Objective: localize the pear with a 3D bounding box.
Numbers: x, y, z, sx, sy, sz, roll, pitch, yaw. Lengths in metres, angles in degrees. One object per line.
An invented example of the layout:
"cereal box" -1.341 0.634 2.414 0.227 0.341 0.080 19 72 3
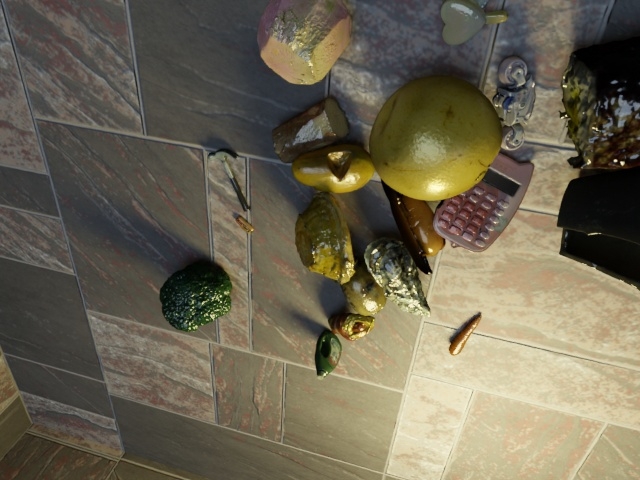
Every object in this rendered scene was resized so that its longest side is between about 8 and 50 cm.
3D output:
"pear" 0.305 -0.272 1.350 0.349 0.348 0.347 9 124 13

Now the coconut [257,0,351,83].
"coconut" -0.035 -0.568 1.331 0.233 0.245 0.233 28 168 6

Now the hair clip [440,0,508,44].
"hair clip" 0.397 -0.593 1.274 0.159 0.071 0.218 29 131 -5

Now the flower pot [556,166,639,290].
"flower pot" 0.807 -0.056 1.366 0.251 0.379 0.378 10 128 38

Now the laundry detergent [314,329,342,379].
"laundry detergent" 0.020 0.465 2.006 0.063 0.210 0.137 -18 114 28

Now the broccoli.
"broccoli" -0.499 0.242 2.015 0.298 0.297 0.297 15 147 9

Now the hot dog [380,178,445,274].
"hot dog" 0.314 -0.067 1.584 0.107 0.194 0.325 -24 107 -6

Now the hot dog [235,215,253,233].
"hot dog" -0.286 -0.056 1.878 0.083 0.021 0.037 43 126 -11

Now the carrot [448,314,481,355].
"carrot" 0.541 0.351 1.866 0.048 0.048 0.216 25 122 1

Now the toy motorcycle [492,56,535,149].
"toy motorcycle" 0.533 -0.371 1.362 0.113 0.112 0.254 -1 121 19

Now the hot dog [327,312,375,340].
"hot dog" 0.109 0.334 1.912 0.123 0.093 0.262 30 153 -18

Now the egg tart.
"egg tart" 0.000 0.000 1.647 0.132 0.341 0.340 -15 125 -18

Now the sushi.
"sushi" 0.746 -0.333 1.189 0.295 0.281 0.299 -4 114 17

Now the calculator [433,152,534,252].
"calculator" 0.476 -0.121 1.498 0.220 0.048 0.329 29 99 -2

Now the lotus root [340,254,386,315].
"lotus root" 0.146 0.148 1.792 0.154 0.154 0.278 -17 114 27

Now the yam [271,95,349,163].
"yam" -0.041 -0.334 1.551 0.239 0.128 0.129 -20 70 28

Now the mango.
"mango" 0.040 -0.222 1.548 0.262 0.129 0.167 -8 154 -9

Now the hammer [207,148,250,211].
"hammer" -0.303 -0.210 1.779 0.103 0.029 0.246 -10 120 24

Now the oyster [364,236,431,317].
"oyster" 0.280 0.132 1.725 0.162 0.158 0.350 -31 109 13
